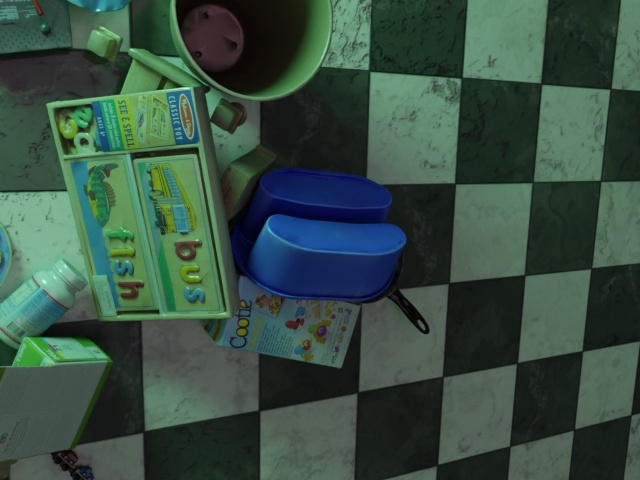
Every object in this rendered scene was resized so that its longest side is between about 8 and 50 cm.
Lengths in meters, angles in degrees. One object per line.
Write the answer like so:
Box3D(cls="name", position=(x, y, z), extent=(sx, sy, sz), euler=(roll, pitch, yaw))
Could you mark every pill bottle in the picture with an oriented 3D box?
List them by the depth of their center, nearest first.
Box3D(cls="pill bottle", position=(-0.498, 0.110, 1.043), extent=(0.160, 0.087, 0.087), euler=(-44, 114, -12))

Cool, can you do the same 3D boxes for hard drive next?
Box3D(cls="hard drive", position=(-0.513, -0.433, 0.950), extent=(0.172, 0.054, 0.254), euler=(-15, 106, -22))

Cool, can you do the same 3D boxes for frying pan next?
Box3D(cls="frying pan", position=(0.153, 0.069, 1.353), extent=(0.326, 0.053, 0.197), euler=(27, 81, -27))

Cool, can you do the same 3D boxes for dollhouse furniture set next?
Box3D(cls="dollhouse furniture set", position=(-0.286, -0.175, 1.109), extent=(0.356, 0.174, 0.303), euler=(32, 111, 0))

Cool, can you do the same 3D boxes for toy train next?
Box3D(cls="toy train", position=(-0.493, 0.424, 1.141), extent=(0.036, 0.027, 0.158), euler=(-43, 115, -23))

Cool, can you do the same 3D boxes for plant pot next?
Box3D(cls="plant pot", position=(-0.150, -0.365, 1.011), extent=(0.257, 0.274, 0.256), euler=(-5, 102, -23))

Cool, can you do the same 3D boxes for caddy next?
Box3D(cls="caddy", position=(0.000, 0.000, 1.157), extent=(0.341, 0.241, 0.179), euler=(4, 138, -18))

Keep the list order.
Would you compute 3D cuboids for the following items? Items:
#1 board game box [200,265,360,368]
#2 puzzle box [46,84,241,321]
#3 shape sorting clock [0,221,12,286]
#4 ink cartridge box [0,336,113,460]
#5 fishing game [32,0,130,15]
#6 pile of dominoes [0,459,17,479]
Box3D(cls="board game box", position=(-0.083, 0.155, 1.215), extent=(0.275, 0.142, 0.144), euler=(17, 91, -27))
Box3D(cls="puzzle box", position=(-0.302, -0.052, 1.033), extent=(0.272, 0.052, 0.408), euler=(-4, 107, 12))
Box3D(cls="shape sorting clock", position=(-0.635, 0.025, 0.989), extent=(0.206, 0.040, 0.206), euler=(-5, 102, -25))
Box3D(cls="ink cartridge box", position=(-0.508, 0.263, 0.987), extent=(0.255, 0.097, 0.188), euler=(16, 100, -58))
Box3D(cls="fishing game", position=(-0.392, -0.473, 0.979), extent=(0.264, 0.041, 0.189), euler=(-39, 116, -39))
Box3D(cls="pile of dominoes", position=(-0.644, 0.409, 1.034), extent=(0.251, 0.040, 0.196), euler=(-59, 149, -4))
